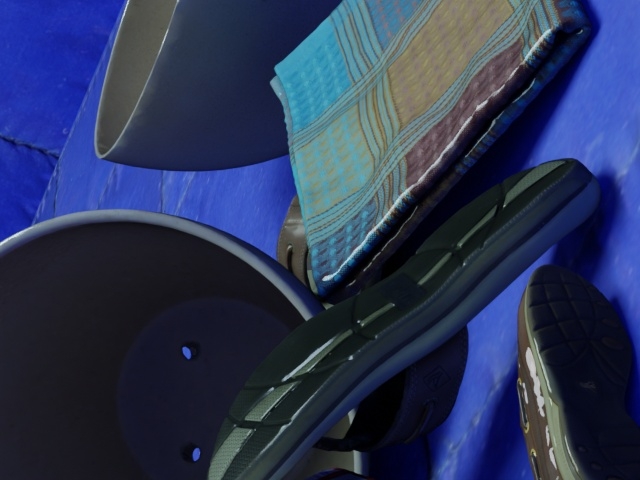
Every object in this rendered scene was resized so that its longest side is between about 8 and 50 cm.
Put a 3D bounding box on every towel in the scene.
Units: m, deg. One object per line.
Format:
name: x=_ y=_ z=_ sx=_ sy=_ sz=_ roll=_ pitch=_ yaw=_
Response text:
towel: x=0.066 y=-0.137 z=1.449 sx=0.271 sy=0.040 sz=0.370 roll=-49 pitch=22 yaw=19

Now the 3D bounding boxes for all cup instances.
cup: x=-0.103 y=0.135 z=1.422 sx=0.237 sy=0.331 sz=0.331 roll=-17 pitch=-52 yaw=-75

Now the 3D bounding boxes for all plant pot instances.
plant pot: x=-0.068 y=-0.181 z=1.792 sx=0.284 sy=0.191 sz=0.284 roll=-162 pitch=90 yaw=-74

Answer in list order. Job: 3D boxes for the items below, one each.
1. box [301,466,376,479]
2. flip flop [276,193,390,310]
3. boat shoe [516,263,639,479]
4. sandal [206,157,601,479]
box: x=-0.067 y=0.240 z=1.153 sx=0.122 sy=0.257 sz=0.128 roll=67 pitch=167 yaw=-2
flip flop: x=0.000 y=0.000 z=1.557 sx=0.277 sy=0.080 sz=0.112 roll=169 pitch=118 yaw=-73
boat shoe: x=0.129 y=0.085 z=1.048 sx=0.178 sy=0.064 sz=0.060 roll=-94 pitch=28 yaw=-48
sandal: x=0.054 y=0.070 z=1.171 sx=0.303 sy=0.086 sz=0.120 roll=-38 pitch=17 yaw=6
